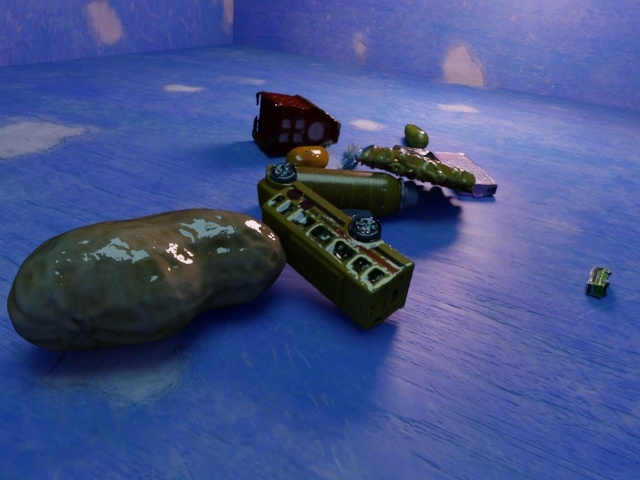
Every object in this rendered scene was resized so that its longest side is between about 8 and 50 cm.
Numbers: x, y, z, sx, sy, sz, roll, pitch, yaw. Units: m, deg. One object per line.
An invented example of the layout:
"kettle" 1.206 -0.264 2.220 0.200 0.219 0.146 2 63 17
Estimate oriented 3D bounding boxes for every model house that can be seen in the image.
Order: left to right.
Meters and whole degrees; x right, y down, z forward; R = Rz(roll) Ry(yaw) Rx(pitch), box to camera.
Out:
"model house" -0.063 -0.361 1.467 0.253 0.160 0.196 -6 30 -23

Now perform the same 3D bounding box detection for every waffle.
"waffle" 0.238 -0.179 1.187 0.328 0.062 0.329 14 10 -3

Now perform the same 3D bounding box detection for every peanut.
"peanut" -0.221 0.046 0.679 0.386 0.170 0.192 -16 27 -36

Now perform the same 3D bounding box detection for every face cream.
"face cream" 0.050 -0.110 1.084 0.348 0.105 0.105 3 29 -4

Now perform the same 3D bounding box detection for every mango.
"mango" -0.031 -0.223 1.310 0.098 0.075 0.190 25 27 16

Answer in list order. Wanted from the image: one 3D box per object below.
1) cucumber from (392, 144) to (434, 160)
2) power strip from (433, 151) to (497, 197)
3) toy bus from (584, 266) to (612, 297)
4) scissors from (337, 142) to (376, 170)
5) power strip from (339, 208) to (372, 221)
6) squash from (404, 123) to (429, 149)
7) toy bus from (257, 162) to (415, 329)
"cucumber" 0.268 -0.244 1.416 0.115 0.062 0.116 16 29 25
"power strip" 0.409 -0.196 1.374 0.109 0.038 0.279 1 29 -7
"toy bus" 0.530 0.078 0.906 0.037 0.031 0.083 13 28 32
"scissors" 0.102 -0.256 1.403 0.125 0.030 0.256 -32 17 11
"power strip" 0.049 -0.004 0.953 0.137 0.044 0.216 5 28 -1
"squash" 0.323 -0.362 1.631 0.066 0.066 0.201 3 28 -5
"toy bus" 0.000 0.000 0.809 0.123 0.121 0.335 -34 56 -28
